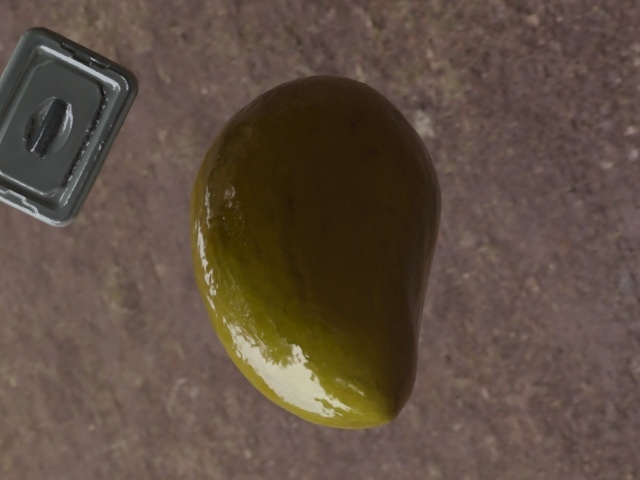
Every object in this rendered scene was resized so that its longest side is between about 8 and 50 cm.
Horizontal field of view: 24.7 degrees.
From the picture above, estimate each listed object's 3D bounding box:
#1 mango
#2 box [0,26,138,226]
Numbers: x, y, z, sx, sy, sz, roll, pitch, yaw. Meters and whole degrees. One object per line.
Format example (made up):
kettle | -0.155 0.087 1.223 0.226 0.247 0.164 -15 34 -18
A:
mango | -0.008 -0.004 1.123 0.331 0.195 0.142 -78 3 -48
box | -0.188 -0.080 1.030 0.122 0.089 0.062 -63 5 4
